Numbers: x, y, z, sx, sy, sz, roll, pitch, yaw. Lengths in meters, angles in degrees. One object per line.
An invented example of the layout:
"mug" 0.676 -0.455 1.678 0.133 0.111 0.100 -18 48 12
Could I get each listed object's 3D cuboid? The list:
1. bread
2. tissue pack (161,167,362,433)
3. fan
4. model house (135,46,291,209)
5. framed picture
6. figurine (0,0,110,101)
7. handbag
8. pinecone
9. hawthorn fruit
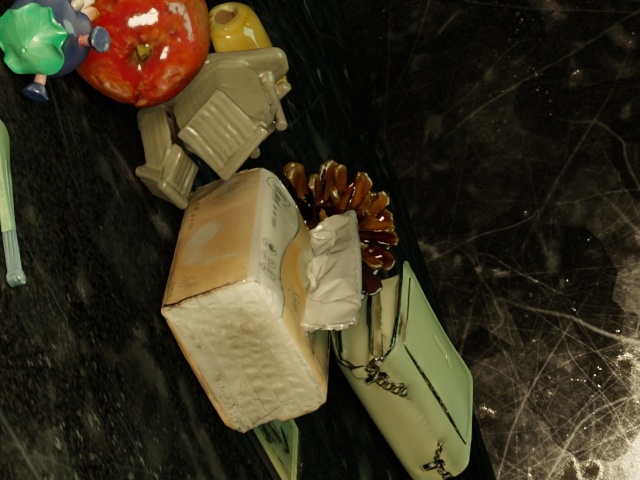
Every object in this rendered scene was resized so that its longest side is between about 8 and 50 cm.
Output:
"bread" -0.126 -0.328 2.455 0.134 0.085 0.173 -93 159 -55
"tissue pack" -0.053 0.055 1.814 0.305 0.238 0.238 -88 154 -62
"fan" -0.303 -0.038 1.374 0.038 0.016 0.193 53 19 -58
"model house" -0.136 -0.139 1.794 0.122 0.229 0.188 37 25 -35
"framed picture" -0.067 0.247 1.938 0.199 0.010 0.195 -88 154 -61
"figurine" -0.289 -0.241 1.554 0.102 0.111 0.195 42 23 -20
"handbag" 0.146 0.243 2.536 0.237 0.160 0.358 -89 155 -47
"pinecone" -0.006 -0.002 2.085 0.264 0.264 0.264 -21 90 -78
"hawthorn fruit" -0.213 -0.240 1.697 0.179 0.179 0.200 62 1 -30
